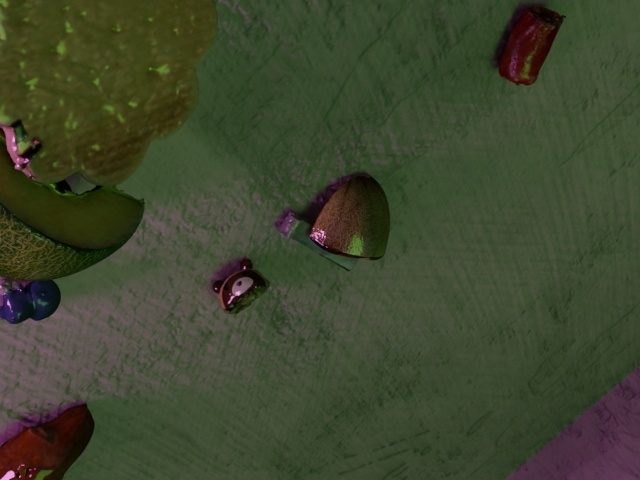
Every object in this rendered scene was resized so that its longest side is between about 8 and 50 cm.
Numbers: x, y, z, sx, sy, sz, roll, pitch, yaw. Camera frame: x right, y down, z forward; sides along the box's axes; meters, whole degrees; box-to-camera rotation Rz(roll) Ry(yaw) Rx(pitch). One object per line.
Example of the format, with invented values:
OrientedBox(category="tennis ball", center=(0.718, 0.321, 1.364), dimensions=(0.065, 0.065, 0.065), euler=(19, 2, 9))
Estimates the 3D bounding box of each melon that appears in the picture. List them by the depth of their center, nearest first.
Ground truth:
OrientedBox(category="melon", center=(-0.347, -0.010, 1.340), dimensions=(0.265, 0.129, 0.169), euler=(25, 133, -39))
OrientedBox(category="melon", center=(0.067, -0.034, 1.815), dimensions=(0.160, 0.079, 0.128), euler=(-5, 115, -50))

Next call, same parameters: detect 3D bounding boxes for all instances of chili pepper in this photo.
OrientedBox(category="chili pepper", center=(0.315, -0.293, 1.787), dimensions=(0.070, 0.073, 0.123), euler=(19, 123, -6))

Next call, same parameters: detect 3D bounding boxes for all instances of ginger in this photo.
OrientedBox(category="ginger", center=(-0.463, 0.376, 1.770), dimensions=(0.133, 0.107, 0.309), euler=(30, 103, -42))

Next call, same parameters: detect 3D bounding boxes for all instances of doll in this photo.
OrientedBox(category="doll", center=(-0.383, 0.083, 1.547), dimensions=(0.083, 0.050, 0.076), euler=(-16, 145, -36))

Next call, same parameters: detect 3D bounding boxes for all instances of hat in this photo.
OrientedBox(category="hat", center=(-0.123, 0.071, 1.790), dimensions=(0.077, 0.059, 0.076), euler=(-43, 164, 15))

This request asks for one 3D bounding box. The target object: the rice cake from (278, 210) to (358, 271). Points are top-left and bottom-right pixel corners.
OrientedBox(category="rice cake", center=(0.000, 0.000, 1.849), dimensions=(0.043, 0.034, 0.211), euler=(-53, 145, 5))

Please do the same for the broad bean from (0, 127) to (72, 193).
OrientedBox(category="broad bean", center=(-0.333, -0.068, 1.408), dimensions=(0.053, 0.052, 0.256), euler=(-30, 145, -5))

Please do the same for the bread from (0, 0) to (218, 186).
OrientedBox(category="bread", center=(-0.243, -0.207, 1.267), dimensions=(0.316, 0.054, 0.316), euler=(-22, 125, -36))
